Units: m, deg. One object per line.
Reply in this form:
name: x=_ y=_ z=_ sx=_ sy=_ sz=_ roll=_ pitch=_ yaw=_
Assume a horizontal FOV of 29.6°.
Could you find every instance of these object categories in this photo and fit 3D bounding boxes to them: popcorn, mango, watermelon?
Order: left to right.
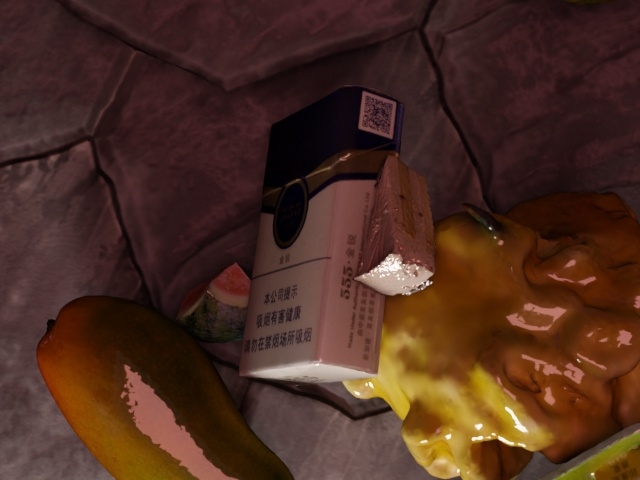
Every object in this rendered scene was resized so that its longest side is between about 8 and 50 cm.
mango: x=-0.152 y=0.172 z=1.158 sx=0.146 sy=0.129 sz=0.289 roll=-38 pitch=78 yaw=-2
watermelon: x=-0.090 y=0.063 z=1.201 sx=0.092 sy=0.085 sz=0.072 roll=23 pitch=65 yaw=-35
popcorn: x=0.176 y=0.071 z=1.094 sx=0.316 sy=0.297 sz=0.281 roll=-39 pitch=134 yaw=-17

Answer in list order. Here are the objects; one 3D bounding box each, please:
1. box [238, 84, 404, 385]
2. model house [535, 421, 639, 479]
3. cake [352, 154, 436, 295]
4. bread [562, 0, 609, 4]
box: x=0.000 y=0.000 z=1.119 sx=0.071 sy=0.168 sz=0.259 roll=12 pitch=74 yaw=-27
model house: x=0.351 y=0.317 z=0.941 sx=0.340 sy=0.300 sz=0.323 roll=-37 pitch=48 yaw=25
cake: x=0.073 y=-0.017 z=1.035 sx=0.052 sy=0.065 sz=0.121 roll=23 pitch=66 yaw=-22
bread: x=0.304 y=-0.394 z=1.064 sx=0.348 sy=0.348 sz=0.307 roll=-30 pitch=83 yaw=0
